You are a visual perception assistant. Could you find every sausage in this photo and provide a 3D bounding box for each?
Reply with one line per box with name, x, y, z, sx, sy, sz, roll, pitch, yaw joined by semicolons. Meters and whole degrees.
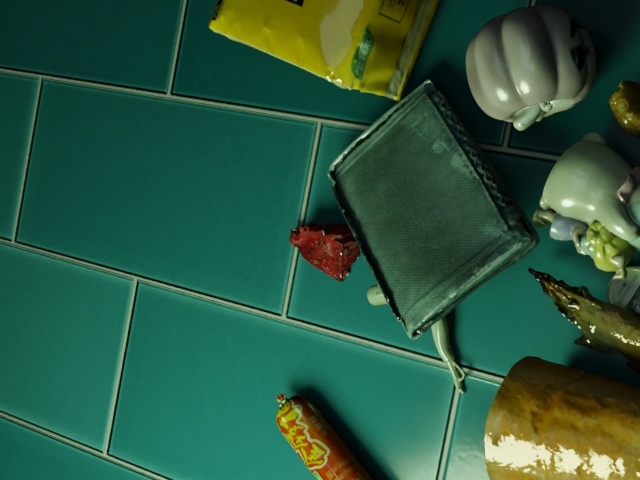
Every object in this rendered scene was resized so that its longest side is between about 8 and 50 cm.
sausage;0.010;0.340;1.790;0.264;0.083;0.083;49;112;26

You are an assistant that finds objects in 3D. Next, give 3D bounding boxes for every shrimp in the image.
shrimp;0.377;0.127;1.549;0.262;0.066;0.117;33;149;43

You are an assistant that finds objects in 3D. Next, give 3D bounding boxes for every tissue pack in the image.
tissue pack;0.041;-0.438;1.723;0.293;0.228;0.382;28;101;33

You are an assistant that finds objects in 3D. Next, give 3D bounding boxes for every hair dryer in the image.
hair dryer;0.149;0.128;1.737;0.167;0.067;0.199;3;104;42

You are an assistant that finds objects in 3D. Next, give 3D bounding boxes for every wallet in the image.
wallet;0.156;-0.048;1.685;0.237;0.075;0.342;-40;51;17

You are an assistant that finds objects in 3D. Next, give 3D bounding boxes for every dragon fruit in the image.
dragon fruit;-0.001;0.000;1.821;0.131;0.063;0.097;30;103;30

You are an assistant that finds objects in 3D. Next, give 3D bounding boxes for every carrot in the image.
carrot;0.362;0.260;1.478;0.254;0.196;0.196;7;91;41

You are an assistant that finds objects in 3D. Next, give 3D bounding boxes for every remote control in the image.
remote control;0.481;0.112;1.515;0.221;0.042;0.078;38;108;30

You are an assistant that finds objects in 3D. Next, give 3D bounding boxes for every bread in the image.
bread;0.429;-0.176;1.545;0.081;0.083;0.046;37;134;-5

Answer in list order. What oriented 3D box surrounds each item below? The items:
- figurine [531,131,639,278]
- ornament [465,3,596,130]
figurine;0.416;-0.030;1.515;0.235;0.127;0.155;32;81;28
ornament;0.293;-0.236;1.581;0.177;0.177;0.177;-2;86;33
